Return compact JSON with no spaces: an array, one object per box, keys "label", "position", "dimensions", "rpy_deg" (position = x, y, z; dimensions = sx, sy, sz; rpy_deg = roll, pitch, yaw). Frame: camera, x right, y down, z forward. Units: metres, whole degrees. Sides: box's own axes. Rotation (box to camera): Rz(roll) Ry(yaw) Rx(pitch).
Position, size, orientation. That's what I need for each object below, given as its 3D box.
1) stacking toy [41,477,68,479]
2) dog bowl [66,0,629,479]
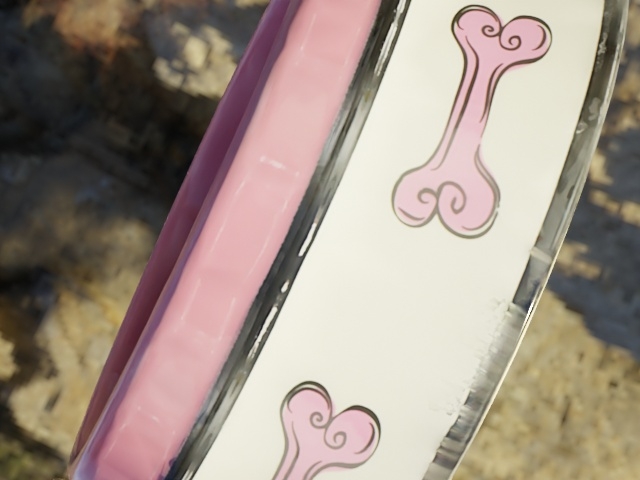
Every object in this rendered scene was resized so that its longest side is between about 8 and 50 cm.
[{"label":"stacking toy","position":[-0.148,0.329,1.182],"dimensions":[0.141,0.330,0.141],"rpy_deg":[6,-179,0]},{"label":"dog bowl","position":[0.000,0.000,0.946],"dimensions":[0.150,0.408,0.408],"rpy_deg":[24,159,-6]}]
